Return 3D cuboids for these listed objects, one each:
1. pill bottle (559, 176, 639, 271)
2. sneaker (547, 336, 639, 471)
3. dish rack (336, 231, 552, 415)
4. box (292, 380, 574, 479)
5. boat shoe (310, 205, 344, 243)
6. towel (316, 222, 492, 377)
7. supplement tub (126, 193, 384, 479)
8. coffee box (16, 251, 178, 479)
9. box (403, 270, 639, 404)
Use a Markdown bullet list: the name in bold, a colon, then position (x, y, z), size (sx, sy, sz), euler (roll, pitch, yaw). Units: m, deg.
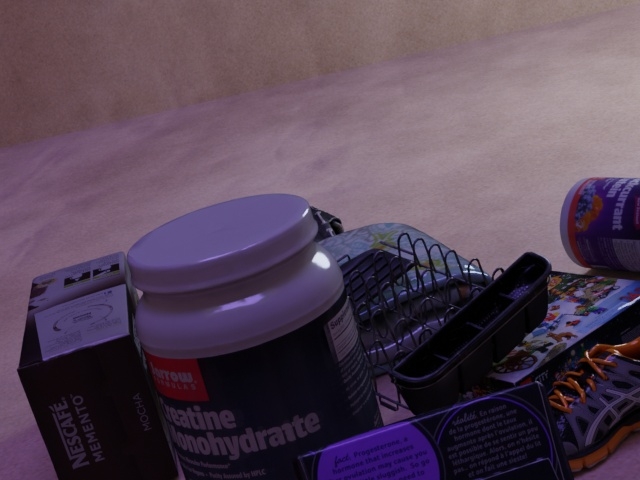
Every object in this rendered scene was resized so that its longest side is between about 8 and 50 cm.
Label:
- **pill bottle**: position (0.376, -0.017, 1.553), size (0.193, 0.108, 0.108), euler (3, 26, 46)
- **sneaker**: position (0.247, 0.137, 1.234), size (0.215, 0.083, 0.084), euler (-24, 21, -22)
- **dish rack**: position (0.077, 0.069, 1.395), size (0.208, 0.074, 0.271), euler (-37, 38, -30)
- **box**: position (0.076, 0.193, 0.954), size (0.165, 0.143, 0.270), euler (-17, -8, -4)
- **boat shoe**: position (0.000, 0.000, 1.894), size (0.070, 0.078, 0.219), euler (-16, 25, 0)
- **towel**: position (-0.011, 0.081, 1.621), size (0.374, 0.090, 0.320), euler (-18, 18, -9)
- **supplement tub**: position (-0.055, 0.114, 1.246), size (0.191, 0.272, 0.191), euler (-15, 17, 5)
- **coffee box**: position (-0.240, 0.142, 1.498), size (0.118, 0.168, 0.297), euler (-17, 17, -4)
- **box**: position (0.223, 0.102, 1.424), size (0.233, 0.044, 0.159), euler (-28, 21, -34)
